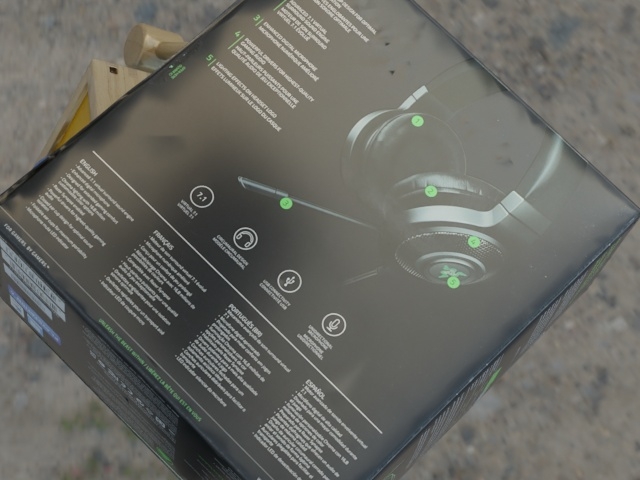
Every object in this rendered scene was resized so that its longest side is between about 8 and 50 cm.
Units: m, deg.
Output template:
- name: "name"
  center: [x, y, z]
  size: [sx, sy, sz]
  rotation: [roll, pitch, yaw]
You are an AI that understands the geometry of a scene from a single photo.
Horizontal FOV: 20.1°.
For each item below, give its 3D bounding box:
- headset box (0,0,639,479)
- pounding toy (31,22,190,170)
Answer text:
- name: "headset box"
  center: [0.000, 0.000, 1.010]
  size: [0.246, 0.131, 0.283]
  rotation: [43, 71, 11]
- name: "pounding toy"
  center: [-0.131, -0.073, 1.198]
  size: [0.094, 0.206, 0.181]
  rotation: [13, 133, -26]
